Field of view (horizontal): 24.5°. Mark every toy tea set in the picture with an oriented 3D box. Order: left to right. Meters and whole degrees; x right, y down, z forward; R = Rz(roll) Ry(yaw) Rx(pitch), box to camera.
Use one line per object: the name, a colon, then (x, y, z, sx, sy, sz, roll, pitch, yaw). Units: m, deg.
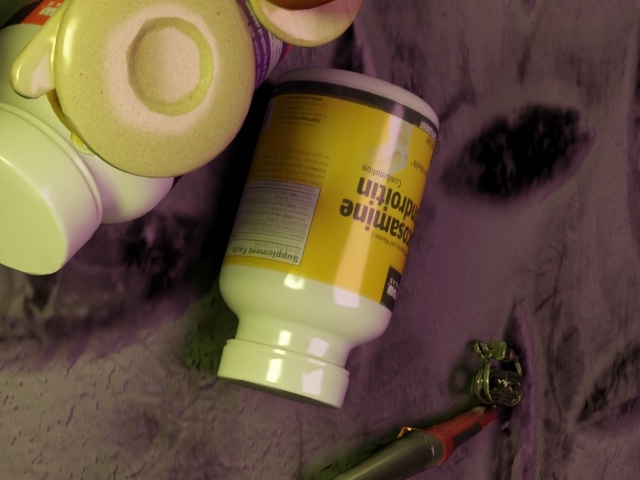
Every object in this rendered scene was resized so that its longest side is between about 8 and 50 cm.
toy tea set: (-0.119, -0.132, 0.579, 0.336, 0.124, 0.200, 22, 81, -35)

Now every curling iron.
curling iron: (0.073, 0.135, 1.057, 0.274, 0.035, 0.068, -23, 112, -52)

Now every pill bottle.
pill bottle: (-0.096, -0.077, 0.696, 0.193, 0.108, 0.108, -54, 137, -35)
pill bottle: (0.000, 0.000, 0.859, 0.103, 0.103, 0.184, 29, 73, -54)
